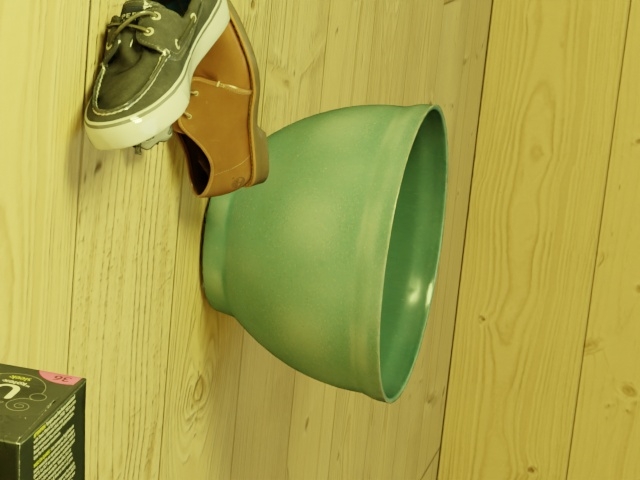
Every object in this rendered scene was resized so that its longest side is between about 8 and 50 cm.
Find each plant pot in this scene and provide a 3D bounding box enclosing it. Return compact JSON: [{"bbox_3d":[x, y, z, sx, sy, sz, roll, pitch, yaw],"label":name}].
[{"bbox_3d":[0.000,0.000,1.726,0.293,0.196,0.293,8,90,-76],"label":"plant pot"}]

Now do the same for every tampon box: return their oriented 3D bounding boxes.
[{"bbox_3d":[-0.216,0.163,1.069,0.101,0.120,0.161,-49,146,-66],"label":"tampon box"}]

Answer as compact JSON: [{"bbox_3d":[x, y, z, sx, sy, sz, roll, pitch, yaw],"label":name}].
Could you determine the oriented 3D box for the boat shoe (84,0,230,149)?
[{"bbox_3d":[-0.130,-0.155,1.351,0.228,0.080,0.076,-61,139,-49],"label":"boat shoe"}]

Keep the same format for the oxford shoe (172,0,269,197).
[{"bbox_3d":[-0.098,-0.131,1.518,0.076,0.076,0.212,-24,120,-27],"label":"oxford shoe"}]

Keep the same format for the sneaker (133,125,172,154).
[{"bbox_3d":[-0.134,-0.109,1.443,0.069,0.038,0.098,89,26,-43],"label":"sneaker"}]
